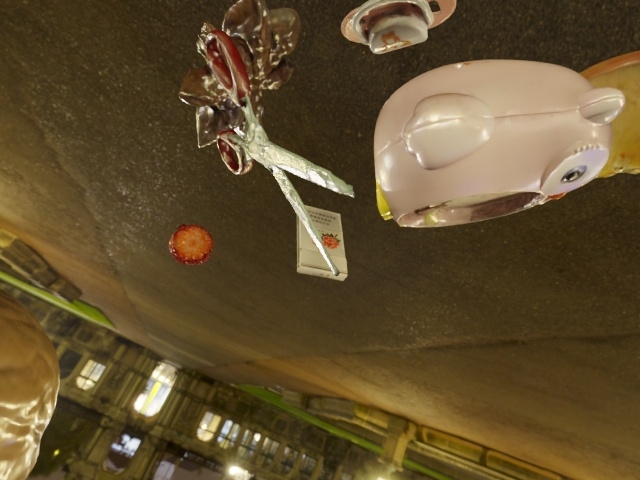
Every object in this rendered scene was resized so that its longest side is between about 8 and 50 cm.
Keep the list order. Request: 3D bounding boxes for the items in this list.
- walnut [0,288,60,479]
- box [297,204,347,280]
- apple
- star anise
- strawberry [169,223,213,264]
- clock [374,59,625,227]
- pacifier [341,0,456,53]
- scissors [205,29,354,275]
[{"bbox_3d":[-0.385,0.141,0.324,0.278,0.251,0.313,-1,149,-4],"label":"walnut"},{"bbox_3d":[0.001,0.000,0.930,0.109,0.198,0.029,12,134,-16],"label":"box"},{"bbox_3d":[0.606,-0.248,0.844,0.309,0.251,0.314,6,177,21],"label":"apple"},{"bbox_3d":[-0.147,-0.314,0.786,0.108,0.315,0.315,34,159,18],"label":"star anise"},{"bbox_3d":[-0.418,0.020,1.317,0.145,0.145,0.086,30,140,-12],"label":"strawberry"},{"bbox_3d":[0.297,-0.178,0.738,0.377,0.250,0.368,-10,170,26],"label":"clock"},{"bbox_3d":[0.220,-0.670,1.182,0.333,0.272,0.220,-4,146,28],"label":"pacifier"},{"bbox_3d":[-0.047,-0.077,0.356,0.247,0.017,0.144,50,149,37],"label":"scissors"}]
